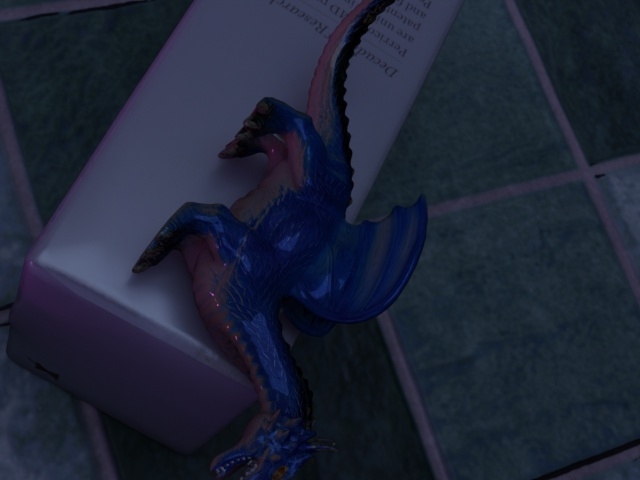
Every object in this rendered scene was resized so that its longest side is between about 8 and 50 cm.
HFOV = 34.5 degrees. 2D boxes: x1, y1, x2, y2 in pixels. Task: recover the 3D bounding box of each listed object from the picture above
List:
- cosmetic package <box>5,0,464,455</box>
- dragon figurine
[{"bbox_3d":[-0.038,-0.093,0.756,0.161,0.230,0.453,31,64,-7],"label":"cosmetic package"},{"bbox_3d":[0.000,0.000,0.557,0.144,0.085,0.289,38,67,-8],"label":"dragon figurine"}]
